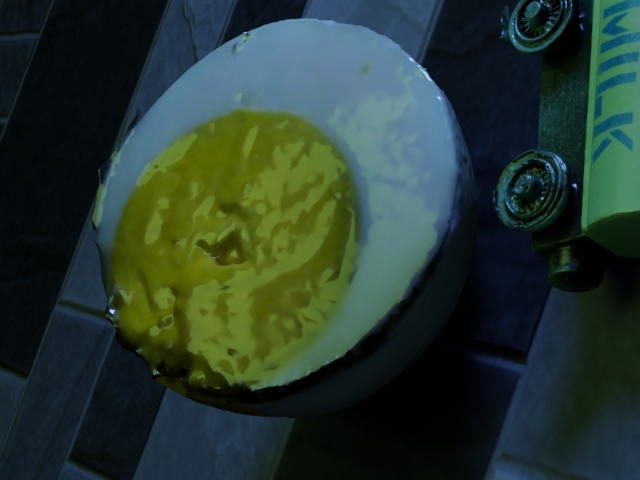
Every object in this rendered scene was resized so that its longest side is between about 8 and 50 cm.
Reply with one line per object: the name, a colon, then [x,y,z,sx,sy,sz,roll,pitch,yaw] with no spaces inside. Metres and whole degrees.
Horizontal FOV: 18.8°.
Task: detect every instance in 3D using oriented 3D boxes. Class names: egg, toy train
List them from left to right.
egg: [0.000,0.000,1.499,0.337,0.201,0.337,-12,66,29]
toy train: [0.208,-0.093,1.312,0.157,0.105,0.253,-17,56,41]
